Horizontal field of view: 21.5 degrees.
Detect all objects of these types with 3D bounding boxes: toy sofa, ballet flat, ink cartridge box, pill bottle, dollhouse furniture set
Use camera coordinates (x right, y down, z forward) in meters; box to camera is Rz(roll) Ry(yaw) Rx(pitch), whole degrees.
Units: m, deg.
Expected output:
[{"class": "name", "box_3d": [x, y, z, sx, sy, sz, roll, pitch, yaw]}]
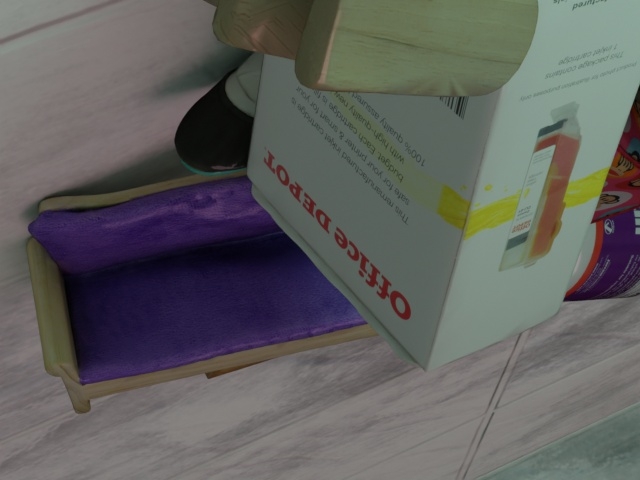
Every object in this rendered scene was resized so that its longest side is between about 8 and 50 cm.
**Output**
[{"class": "toy sofa", "box_3d": [-0.094, 0.035, 1.629, 0.362, 0.150, 0.177, -12, 151, -4]}, {"class": "ballet flat", "box_3d": [-0.014, -0.150, 1.541, 0.280, 0.095, 0.096, -27, 150, -34]}, {"class": "ink cartridge box", "box_3d": [0.094, -0.135, 1.326, 0.160, 0.279, 0.384, -19, 140, -30]}, {"class": "pill bottle", "box_3d": [0.334, -0.015, 2.103, 0.323, 0.181, 0.181, -1, 145, -50]}, {"class": "dollhouse furniture set", "box_3d": [0.018, -0.314, 0.905, 0.256, 0.362, 0.394, -3, 116, -44]}]

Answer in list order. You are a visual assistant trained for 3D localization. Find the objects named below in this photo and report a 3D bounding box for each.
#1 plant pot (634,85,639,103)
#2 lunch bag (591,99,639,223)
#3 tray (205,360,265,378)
[{"class": "plant pot", "box_3d": [0.323, -0.268, 1.451, 0.280, 0.323, 0.323, 19, 130, -41]}, {"class": "lunch bag", "box_3d": [0.198, -0.078, 1.674, 0.258, 0.120, 0.293, -22, 160, 24]}, {"class": "tray", "box_3d": [0.000, 0.000, 1.882, 0.203, 0.076, 0.411, -15, 153, -30]}]
